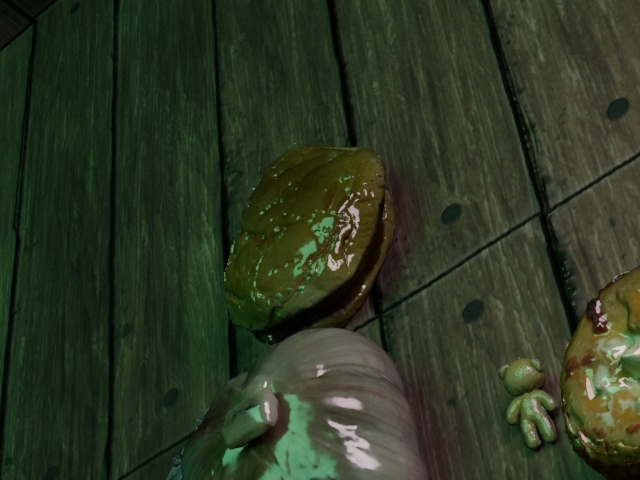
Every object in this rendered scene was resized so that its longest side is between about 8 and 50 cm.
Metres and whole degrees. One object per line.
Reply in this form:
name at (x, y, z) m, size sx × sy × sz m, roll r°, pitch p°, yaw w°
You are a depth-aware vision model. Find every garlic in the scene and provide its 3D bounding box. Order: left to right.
garlic at (-0.022, 0.254, 1.612) m, size 0.322 × 0.241 × 0.322 m, roll -54°, pitch 21°, yaw 33°

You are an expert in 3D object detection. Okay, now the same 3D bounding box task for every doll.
doll at (0.221, 0.173, 1.535) m, size 0.061 × 0.051 × 0.093 m, roll -24°, pitch 46°, yaw 25°

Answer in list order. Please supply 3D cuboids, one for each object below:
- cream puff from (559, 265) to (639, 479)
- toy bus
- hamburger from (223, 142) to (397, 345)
cream puff at (0.341, 0.127, 1.350) m, size 0.240 × 0.164 × 0.240 m, roll -37°, pitch 43°, yaw 44°
toy bus at (-0.153, 0.276, 1.882) m, size 0.052 × 0.037 × 0.131 m, roll 24°, pitch 80°, yaw 52°
hamburger at (0.000, 0.000, 1.866) m, size 0.211 × 0.132 × 0.309 m, roll -2°, pitch 58°, yaw 50°
